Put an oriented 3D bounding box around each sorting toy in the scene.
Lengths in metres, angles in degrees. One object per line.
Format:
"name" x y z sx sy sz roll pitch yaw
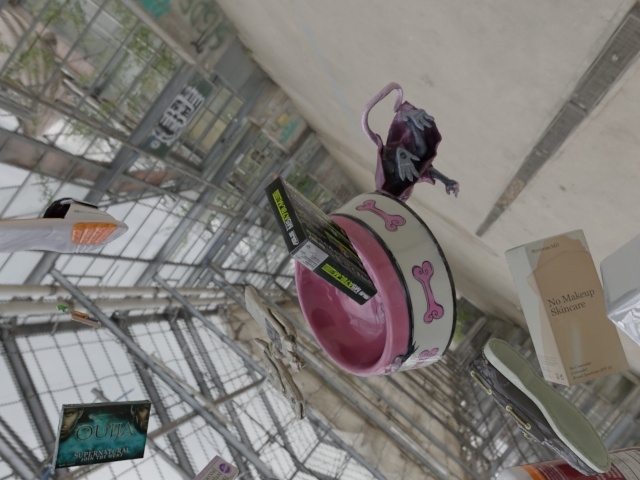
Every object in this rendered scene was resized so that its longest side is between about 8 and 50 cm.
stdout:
"sorting toy" -0.469 0.145 1.042 0.083 0.012 0.062 26 174 -28

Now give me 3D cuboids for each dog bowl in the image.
"dog bowl" 0.093 0.109 1.167 0.150 0.408 0.408 -18 -141 -31

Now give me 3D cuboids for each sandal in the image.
"sandal" -0.416 -0.033 0.848 0.076 0.101 0.265 66 -159 11

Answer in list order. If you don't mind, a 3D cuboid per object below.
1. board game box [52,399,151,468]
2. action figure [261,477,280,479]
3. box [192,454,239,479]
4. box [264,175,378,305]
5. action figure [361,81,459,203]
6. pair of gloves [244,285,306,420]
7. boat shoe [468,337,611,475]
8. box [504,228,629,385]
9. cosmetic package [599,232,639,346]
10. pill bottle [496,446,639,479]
"board game box" -0.461 0.408 1.144 0.186 0.126 0.026 10 176 -40
"action figure" -0.183 0.725 1.262 0.178 0.331 0.341 3 170 42
"box" -0.256 0.520 0.999 0.063 0.067 0.324 28 -166 12
"box" 0.000 0.000 0.902 0.190 0.045 0.184 38 -165 -39
"action figure" 0.174 -0.151 1.326 0.276 0.248 0.370 49 169 13
"pair of gloves" -0.084 0.225 1.100 0.204 0.042 0.240 40 144 46
"boat shoe" 0.317 0.250 0.793 0.081 0.069 0.228 -10 -129 -47
"box" 0.539 0.146 1.193 0.121 0.147 0.311 102 151 -82
"cosmetic package" 0.543 -0.013 0.523 0.230 0.453 0.161 43 -149 4
"pill bottle" 0.559 0.519 1.018 0.391 0.224 0.224 -6 -171 -5
